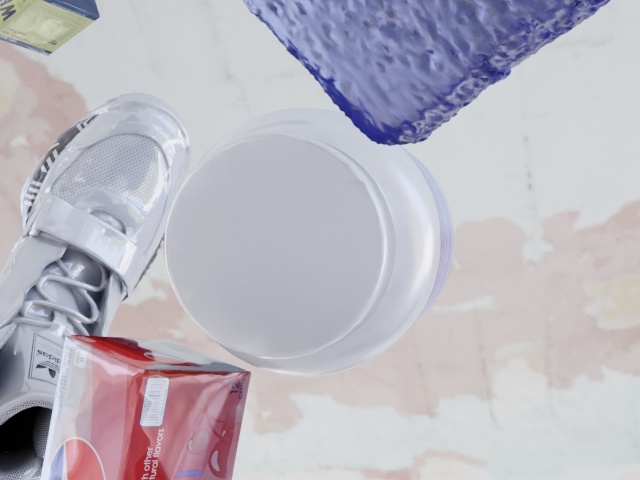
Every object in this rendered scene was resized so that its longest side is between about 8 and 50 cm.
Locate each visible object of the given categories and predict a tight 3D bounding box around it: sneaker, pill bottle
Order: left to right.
[{"bbox_3d":[-0.206,0.051,0.912,0.137,0.210,0.366,32,-90,-26],"label":"sneaker"},{"bbox_3d":[0.000,0.000,0.661,0.152,0.152,0.272,-3,-1,10],"label":"pill bottle"}]

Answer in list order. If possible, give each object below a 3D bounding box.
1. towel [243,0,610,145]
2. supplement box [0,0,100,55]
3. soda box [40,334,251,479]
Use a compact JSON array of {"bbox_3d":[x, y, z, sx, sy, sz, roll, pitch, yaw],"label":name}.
[{"bbox_3d":[-0.016,-0.188,0.371,0.308,0.076,0.227,50,-23,-4],"label":"towel"},{"bbox_3d":[-0.296,-0.248,1.155,0.083,0.056,0.083,-29,-21,27],"label":"supplement box"},{"bbox_3d":[-0.122,0.195,0.665,0.083,0.263,0.092,9,2,-44],"label":"soda box"}]
